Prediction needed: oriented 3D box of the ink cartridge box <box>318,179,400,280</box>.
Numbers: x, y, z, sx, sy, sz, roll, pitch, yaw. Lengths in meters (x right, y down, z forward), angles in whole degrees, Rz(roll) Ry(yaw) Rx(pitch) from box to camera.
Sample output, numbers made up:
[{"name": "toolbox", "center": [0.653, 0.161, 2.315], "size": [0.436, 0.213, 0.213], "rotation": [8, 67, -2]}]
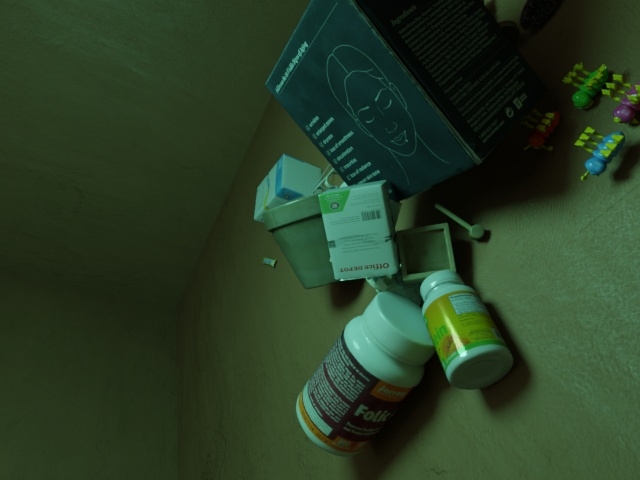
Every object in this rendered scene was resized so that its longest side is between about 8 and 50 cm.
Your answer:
[{"name": "ink cartridge box", "center": [0.100, -0.025, 1.185], "size": [0.092, 0.160, 0.219], "rotation": [-42, -57, -69]}]

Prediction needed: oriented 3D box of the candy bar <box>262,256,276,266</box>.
[{"name": "candy bar", "center": [-0.248, 0.105, 2.343], "size": [0.161, 0.018, 0.040], "rotation": [10, 82, 64]}]

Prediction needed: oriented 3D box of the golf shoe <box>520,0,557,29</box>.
[{"name": "golf shoe", "center": [0.561, -0.614, 1.192], "size": [0.186, 0.067, 0.086], "rotation": [-63, -5, 26]}]

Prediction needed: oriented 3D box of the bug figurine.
[{"name": "bug figurine", "center": [0.534, -0.241, 0.962], "size": [0.216, 0.072, 0.279], "rotation": [-55, 24, 17]}]

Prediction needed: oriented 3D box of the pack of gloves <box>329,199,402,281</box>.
[{"name": "pack of gloves", "center": [0.127, -0.017, 1.302], "size": [0.195, 0.046, 0.232], "rotation": [28, 112, 43]}]

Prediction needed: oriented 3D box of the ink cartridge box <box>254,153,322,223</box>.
[{"name": "ink cartridge box", "center": [-0.146, -0.203, 2.141], "size": [0.270, 0.198, 0.197], "rotation": [-42, 38, 45]}]

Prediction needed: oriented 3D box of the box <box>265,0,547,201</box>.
[{"name": "box", "center": [0.170, -0.373, 1.174], "size": [0.297, 0.472, 0.480], "rotation": [-45, 8, -22]}]

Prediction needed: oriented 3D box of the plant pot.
[{"name": "plant pot", "center": [0.000, 0.000, 1.589], "size": [0.323, 0.323, 0.280], "rotation": [-19, 88, 59]}]

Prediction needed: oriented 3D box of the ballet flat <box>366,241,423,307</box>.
[{"name": "ballet flat", "center": [0.173, 0.058, 1.402], "size": [0.147, 0.147, 0.409], "rotation": [-60, 27, 22]}]

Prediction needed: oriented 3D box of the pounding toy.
[{"name": "pounding toy", "center": [0.300, 0.006, 1.200], "size": [0.094, 0.206, 0.181], "rotation": [47, -144, -69]}]

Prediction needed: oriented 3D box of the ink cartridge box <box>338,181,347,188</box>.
[{"name": "ink cartridge box", "center": [0.085, -0.052, 1.743], "size": [0.275, 0.060, 0.239], "rotation": [-48, 52, 39]}]

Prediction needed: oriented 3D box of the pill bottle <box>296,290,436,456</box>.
[{"name": "pill bottle", "center": [0.119, 0.334, 1.215], "size": [0.392, 0.224, 0.224], "rotation": [-59, 28, 24]}]

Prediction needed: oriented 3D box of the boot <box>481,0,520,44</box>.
[{"name": "boot", "center": [0.452, -0.600, 1.363], "size": [0.283, 0.109, 0.220], "rotation": [-22, 49, 67]}]

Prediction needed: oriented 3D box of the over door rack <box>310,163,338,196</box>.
[{"name": "over door rack", "center": [0.085, -0.306, 1.883], "size": [0.239, 0.108, 0.324], "rotation": [-43, 23, 45]}]

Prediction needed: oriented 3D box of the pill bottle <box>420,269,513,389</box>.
[{"name": "pill bottle", "center": [0.303, 0.184, 1.052], "size": [0.136, 0.136, 0.246], "rotation": [-55, 30, 30]}]
